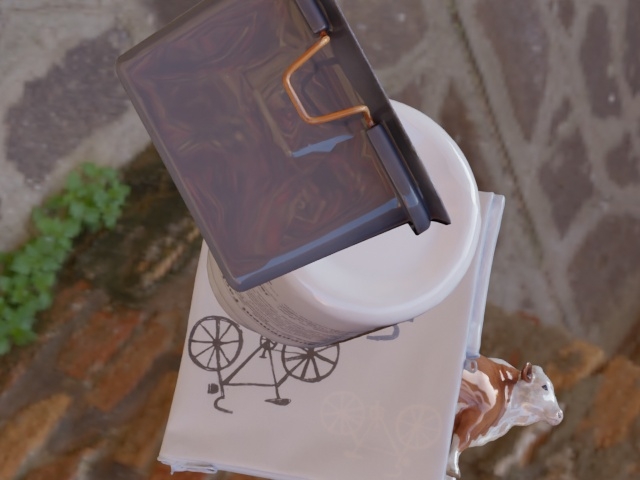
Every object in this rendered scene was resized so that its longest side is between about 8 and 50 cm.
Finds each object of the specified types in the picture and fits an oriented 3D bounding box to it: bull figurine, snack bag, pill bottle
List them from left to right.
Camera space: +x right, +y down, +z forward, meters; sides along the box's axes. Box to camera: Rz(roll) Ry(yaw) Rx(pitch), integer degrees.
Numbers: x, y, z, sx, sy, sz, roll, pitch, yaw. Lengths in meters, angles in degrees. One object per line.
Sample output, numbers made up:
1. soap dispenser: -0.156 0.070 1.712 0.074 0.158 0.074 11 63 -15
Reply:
1. pill bottle: 0.000 0.000 0.843 0.131 0.229 0.131 3 80 -16
2. snack bag: 0.011 0.096 1.397 0.037 0.323 0.343 44 54 -67
3. bull figurine: 0.152 0.196 1.681 0.310 0.101 0.188 28 64 -11

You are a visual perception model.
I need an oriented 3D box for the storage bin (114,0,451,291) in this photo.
1. storage bin: -0.018 -0.045 0.542 0.135 0.091 0.098 61 2 1
